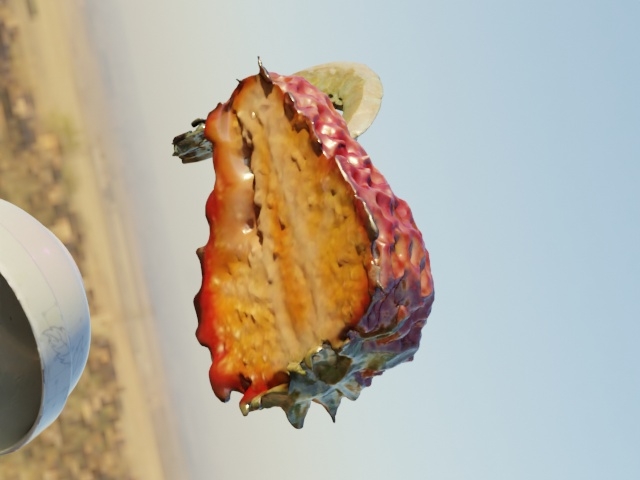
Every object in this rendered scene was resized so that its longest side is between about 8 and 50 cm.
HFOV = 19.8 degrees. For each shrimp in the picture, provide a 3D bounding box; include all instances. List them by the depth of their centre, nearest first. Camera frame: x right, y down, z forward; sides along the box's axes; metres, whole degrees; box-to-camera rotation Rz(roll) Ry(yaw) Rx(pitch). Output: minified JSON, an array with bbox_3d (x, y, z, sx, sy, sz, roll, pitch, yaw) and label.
[{"bbox_3d":[-0.039,-0.099,1.753,0.152,0.219,0.046,-98,165,-48],"label":"shrimp"}]

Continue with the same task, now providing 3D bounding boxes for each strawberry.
[{"bbox_3d":[-0.006,0.017,1.597,0.253,0.150,0.280,-57,-134,31],"label":"strawberry"}]

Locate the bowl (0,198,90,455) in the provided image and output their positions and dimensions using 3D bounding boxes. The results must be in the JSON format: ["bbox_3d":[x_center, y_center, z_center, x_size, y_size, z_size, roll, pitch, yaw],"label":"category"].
[{"bbox_3d":[-0.353,0.070,1.942,0.144,0.287,0.287,-36,123,-46],"label":"bowl"}]
